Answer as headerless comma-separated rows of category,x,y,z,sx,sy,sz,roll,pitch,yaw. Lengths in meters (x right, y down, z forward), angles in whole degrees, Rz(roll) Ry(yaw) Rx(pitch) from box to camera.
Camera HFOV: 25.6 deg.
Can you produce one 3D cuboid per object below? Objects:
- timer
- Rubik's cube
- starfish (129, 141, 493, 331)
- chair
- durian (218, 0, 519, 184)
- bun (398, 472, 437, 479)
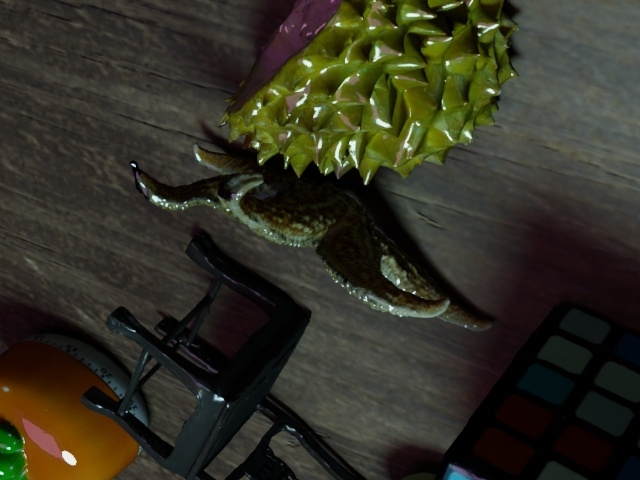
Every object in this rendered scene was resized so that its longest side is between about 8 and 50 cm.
timer,-0.205,0.140,1.057,0.136,0.136,0.099,28,137,16
Rubik's cube,0.157,0.176,0.778,0.187,0.182,0.184,28,126,15
starfish,0.003,-0.007,0.825,0.238,0.213,0.057,20,102,-27
chair,-0.035,0.121,0.938,0.229,0.106,0.113,36,135,7
durian,0.019,-0.104,0.750,0.182,0.165,0.132,-26,71,20
bun,0.073,0.194,0.945,0.086,0.055,0.086,2,107,8
